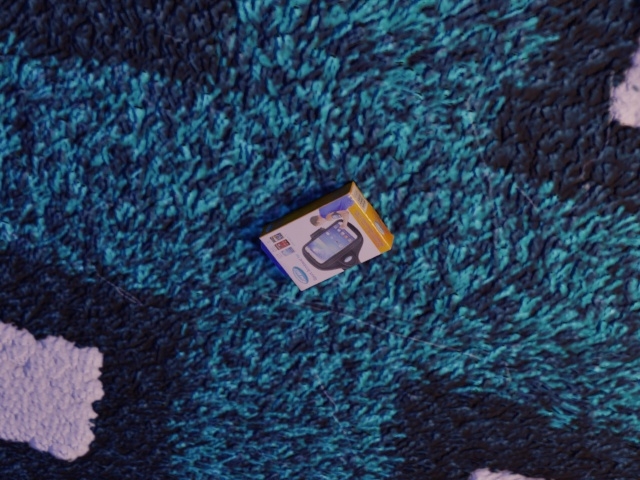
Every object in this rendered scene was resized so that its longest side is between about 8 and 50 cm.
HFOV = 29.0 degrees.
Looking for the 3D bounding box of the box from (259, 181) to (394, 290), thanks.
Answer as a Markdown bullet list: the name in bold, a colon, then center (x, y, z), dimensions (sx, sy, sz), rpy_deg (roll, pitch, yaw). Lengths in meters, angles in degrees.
- **box**: center (0.000, 0.000, 1.325), dimensions (0.136, 0.028, 0.081), rpy_deg (-27, 114, 24)
